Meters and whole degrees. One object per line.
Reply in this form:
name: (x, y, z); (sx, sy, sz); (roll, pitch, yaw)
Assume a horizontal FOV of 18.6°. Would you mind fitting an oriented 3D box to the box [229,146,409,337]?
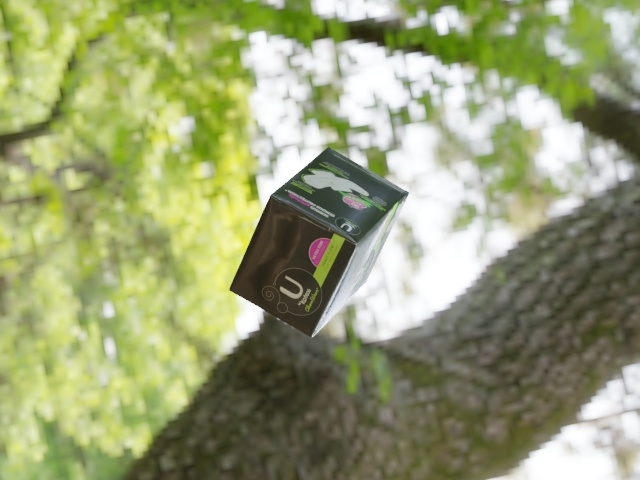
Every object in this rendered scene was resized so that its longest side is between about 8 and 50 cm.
box: (0.000, 0.000, 0.998); (0.062, 0.052, 0.083); (-65, 169, 27)
